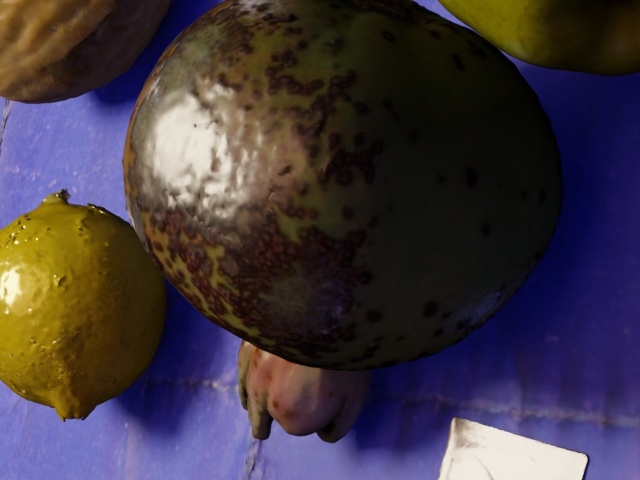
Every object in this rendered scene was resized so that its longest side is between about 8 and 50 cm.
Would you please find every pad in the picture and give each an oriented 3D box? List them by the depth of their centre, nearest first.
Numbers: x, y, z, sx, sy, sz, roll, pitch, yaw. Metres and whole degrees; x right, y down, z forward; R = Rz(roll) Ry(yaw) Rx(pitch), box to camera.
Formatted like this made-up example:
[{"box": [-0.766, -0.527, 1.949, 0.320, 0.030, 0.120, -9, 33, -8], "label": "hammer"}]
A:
[{"box": [0.108, 0.220, 0.760, 0.113, 0.006, 0.187, 9, 81, 46], "label": "pad"}]

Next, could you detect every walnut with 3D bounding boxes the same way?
[{"box": [-0.260, -0.262, 1.137, 0.261, 0.225, 0.225, -47, 49, 16], "label": "walnut"}]

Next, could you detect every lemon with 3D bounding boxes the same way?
[{"box": [-0.222, 0.062, 1.017, 0.174, 0.173, 0.206, -22, 61, 38], "label": "lemon"}]

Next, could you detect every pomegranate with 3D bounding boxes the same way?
[{"box": [0.000, 0.000, 0.778, 0.285, 0.285, 0.340, 43, 129, 43], "label": "pomegranate"}]

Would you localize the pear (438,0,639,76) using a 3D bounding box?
[{"box": [0.167, -0.248, 0.694, 0.253, 0.253, 0.307, -31, 43, 33], "label": "pear"}]
